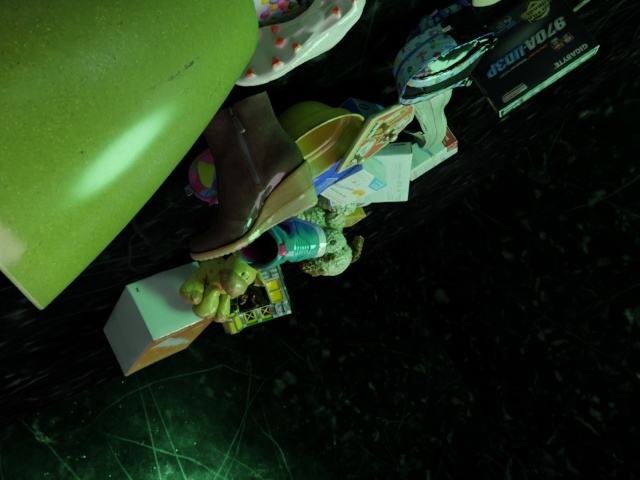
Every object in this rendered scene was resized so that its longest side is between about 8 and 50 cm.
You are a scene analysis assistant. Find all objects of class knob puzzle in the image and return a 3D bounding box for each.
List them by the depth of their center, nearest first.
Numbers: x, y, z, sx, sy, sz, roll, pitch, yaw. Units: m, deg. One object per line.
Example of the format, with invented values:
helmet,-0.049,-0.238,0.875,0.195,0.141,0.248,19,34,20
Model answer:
knob puzzle,0.133,-0.215,1.082,0.213,0.030,0.213,-38,169,-9

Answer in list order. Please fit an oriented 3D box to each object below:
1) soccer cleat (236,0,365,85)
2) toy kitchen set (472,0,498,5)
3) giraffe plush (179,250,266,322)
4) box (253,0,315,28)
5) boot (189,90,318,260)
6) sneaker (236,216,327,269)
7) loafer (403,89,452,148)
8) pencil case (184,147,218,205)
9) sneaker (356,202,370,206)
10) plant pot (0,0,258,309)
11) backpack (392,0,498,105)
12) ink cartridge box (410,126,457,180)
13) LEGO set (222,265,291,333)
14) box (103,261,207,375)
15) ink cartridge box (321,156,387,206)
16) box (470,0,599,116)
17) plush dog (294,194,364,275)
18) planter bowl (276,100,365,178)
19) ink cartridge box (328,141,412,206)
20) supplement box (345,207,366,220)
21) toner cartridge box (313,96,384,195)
soccer cleat,-0.027,-0.247,0.659,0.196,0.068,0.076,-33,172,2
toy kitchen set,0.186,-0.424,0.646,0.122,0.165,0.207,24,88,-77
giraffe plush,-0.239,0.099,1.389,0.170,0.211,0.181,-11,154,33
box,-0.035,-0.304,0.652,0.145,0.038,0.186,-23,166,-34
boot,-0.147,-0.101,0.873,0.248,0.207,0.090,-29,-165,2
sneaker,-0.141,-0.002,1.321,0.178,0.124,0.295,-7,-169,-38
loafer,0.230,-0.293,1.233,0.111,0.112,0.319,-26,161,2
pencil case,-0.153,-0.114,1.025,0.104,0.105,0.236,-35,169,23
sneaker,0.127,-0.178,1.550,0.091,0.094,0.258,-2,155,-22
plant pot,-0.201,-0.142,0.445,0.293,0.275,0.275,-42,175,-25
backpack,0.201,-0.327,0.955,0.173,0.117,0.158,-29,169,-11
ink cartridge box,0.335,-0.272,1.661,0.175,0.072,0.127,-32,169,9
LEGO set,-0.216,0.109,1.613,0.254,0.192,0.331,-13,-156,7
box,-0.467,0.232,1.543,0.214,0.168,0.345,-21,165,-39
ink cartridge box,0.063,-0.145,1.330,0.181,0.062,0.104,-24,147,35
box,0.416,-0.391,1.091,0.220,0.175,0.051,-33,168,15
plush dog,0.000,0.000,1.569,0.262,0.226,0.211,-23,167,-24
planter bowl,-0.029,-0.195,0.998,0.217,0.090,0.217,-32,167,-9
ink cartridge box,0.124,-0.171,1.404,0.223,0.045,0.223,-4,152,3
supplement box,0.062,-0.087,1.757,0.078,0.080,0.233,-34,171,29
toner cartridge box,-0.004,-0.175,1.202,0.347,0.075,0.165,-36,169,28
